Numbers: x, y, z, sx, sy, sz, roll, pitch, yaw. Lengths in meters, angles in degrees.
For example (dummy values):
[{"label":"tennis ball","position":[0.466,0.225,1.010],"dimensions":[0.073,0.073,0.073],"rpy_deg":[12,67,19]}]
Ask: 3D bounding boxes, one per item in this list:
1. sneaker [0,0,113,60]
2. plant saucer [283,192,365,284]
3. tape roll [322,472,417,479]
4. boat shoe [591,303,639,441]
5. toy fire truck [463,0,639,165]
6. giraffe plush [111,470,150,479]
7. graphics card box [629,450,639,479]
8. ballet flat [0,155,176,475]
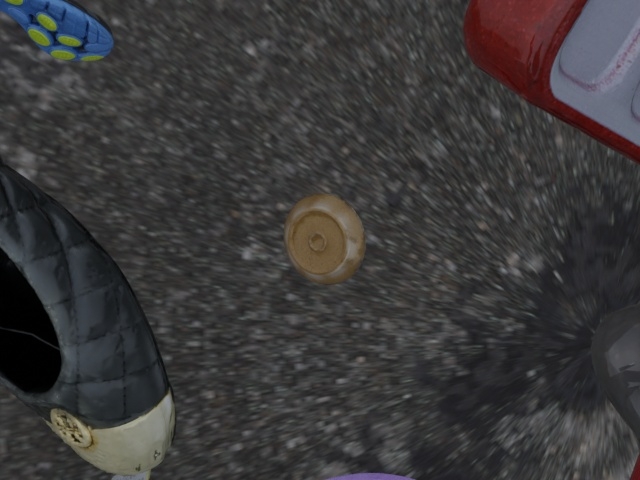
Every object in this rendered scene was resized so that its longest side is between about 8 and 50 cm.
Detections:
[{"label":"sneaker","position":[-0.276,-0.240,1.772],"dimensions":[0.188,0.078,0.067],"rpy_deg":[32,132,-15]},{"label":"plant saucer","position":[0.000,0.000,1.642],"dimensions":[0.083,0.015,0.083],"rpy_deg":[6,102,28]},{"label":"tape roll","position":[0.020,0.306,1.318],"dimensions":[0.275,0.090,0.274],"rpy_deg":[-20,43,20]},{"label":"boat shoe","position":[0.214,0.100,0.810],"dimensions":[0.095,0.335,0.112],"rpy_deg":[-16,53,21]},{"label":"toy fire truck","position":[0.194,-0.126,0.696],"dimensions":[0.169,0.302,0.254],"rpy_deg":[39,100,34]},{"label":"giraffe plush","position":[-0.003,0.188,0.538],"dimensions":[0.170,0.181,0.210],"rpy_deg":[28,60,-28]},{"label":"graphics card box","position":[0.458,0.172,1.523],"dimensions":[0.371,0.094,0.232],"rpy_deg":[20,88,-13]},{"label":"ballet flat","position":[-0.093,-0.002,0.435],"dimensions":[0.057,0.049,0.173],"rpy_deg":[-8,128,41]}]
